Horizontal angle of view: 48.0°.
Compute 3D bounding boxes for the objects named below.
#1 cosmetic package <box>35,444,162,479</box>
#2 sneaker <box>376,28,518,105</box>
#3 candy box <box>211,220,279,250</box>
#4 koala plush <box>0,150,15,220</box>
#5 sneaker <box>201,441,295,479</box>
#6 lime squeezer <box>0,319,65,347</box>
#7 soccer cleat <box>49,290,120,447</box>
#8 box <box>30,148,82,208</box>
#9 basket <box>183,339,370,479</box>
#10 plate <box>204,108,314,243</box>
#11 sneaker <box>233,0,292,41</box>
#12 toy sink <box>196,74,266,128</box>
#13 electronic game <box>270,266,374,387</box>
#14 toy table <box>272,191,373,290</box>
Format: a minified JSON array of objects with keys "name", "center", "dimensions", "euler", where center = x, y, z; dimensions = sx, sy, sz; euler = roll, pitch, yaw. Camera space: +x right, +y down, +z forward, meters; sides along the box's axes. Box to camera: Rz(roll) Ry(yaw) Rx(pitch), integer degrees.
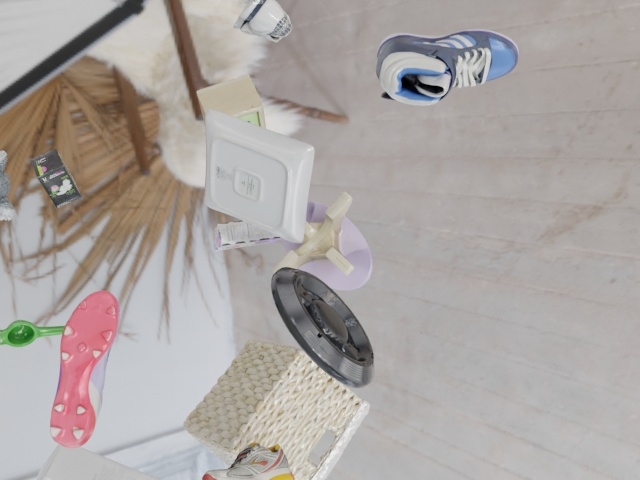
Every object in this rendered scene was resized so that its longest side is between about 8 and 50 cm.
[{"name":"cosmetic package","center":[-0.401,0.463,1.322],"dimensions":[0.117,0.231,0.085],"euler":[-48,19,38]},{"name":"sneaker","center":[0.279,-0.349,1.515],"dimensions":[0.236,0.323,0.130],"euler":[-92,6,-52]},{"name":"candy box","center":[-0.222,-0.021,2.181],"dimensions":[0.165,0.196,0.070],"euler":[158,103,-75]},{"name":"koala plush","center":[-0.838,-0.126,1.715],"dimensions":[0.203,0.221,0.196],"euler":[-5,-93,-81]},{"name":"sneaker","center":[-0.146,0.440,1.379],"dimensions":[0.088,0.225,0.092],"euler":[-29,67,27]},{"name":"lime squeezer","center":[-0.563,0.156,1.309],"dimensions":[0.110,0.311,0.058],"euler":[-72,-7,-78]},{"name":"soccer cleat","center":[-0.374,0.204,1.150],"dimensions":[0.095,0.083,0.247],"euler":[115,163,-74]},{"name":"box","center":[-0.485,-0.114,1.320],"dimensions":[0.062,0.052,0.083],"euler":[54,164,39]},{"name":"basket","center":[-0.120,0.453,1.844],"dimensions":[0.266,0.328,0.331],"euler":[46,157,-21]},{"name":"plate","center":[-0.156,-0.136,1.642],"dimensions":[0.278,0.045,0.277],"euler":[23,132,16]},{"name":"sneaker","center":[-0.111,-0.436,1.437],"dimensions":[0.090,0.095,0.235],"euler":[-54,14,9]},{"name":"toy sink","center":[-0.238,-0.320,2.004],"dimensions":[0.234,0.153,0.131],"euler":[90,157,-62]},{"name":"electronic game","center":[0.006,0.135,1.138],"dimensions":[0.048,0.229,0.229],"euler":[-41,60,15]},{"name":"toy table","center":[0.000,0.000,1.739],"dimensions":[0.274,0.161,0.252],"euler":[31,89,15]}]
